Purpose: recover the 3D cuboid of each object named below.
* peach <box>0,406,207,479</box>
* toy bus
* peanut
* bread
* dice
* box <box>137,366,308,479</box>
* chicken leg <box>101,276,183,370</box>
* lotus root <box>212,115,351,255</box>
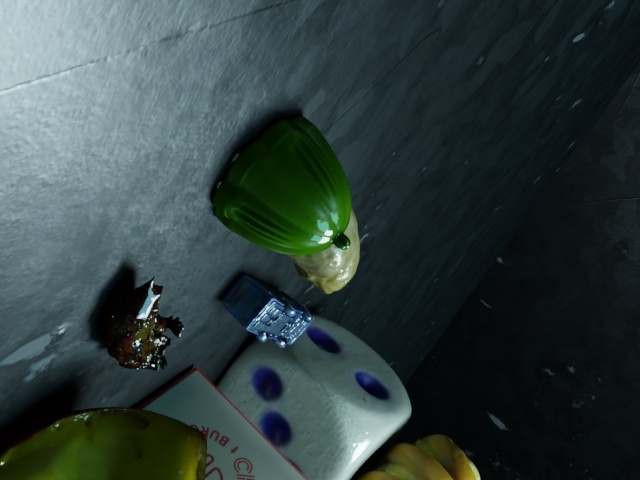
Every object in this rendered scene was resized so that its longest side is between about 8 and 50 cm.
[{"bbox_3d":[-0.319,0.392,1.335,0.380,0.306,0.242,-14,162,-26],"label":"peach"},{"bbox_3d":[-0.082,0.117,1.667,0.079,0.094,0.236,-43,163,3],"label":"toy bus"},{"bbox_3d":[0.000,0.000,1.543,0.122,0.137,0.253,-5,162,5],"label":"peanut"},{"bbox_3d":[0.170,0.503,1.942,0.270,0.211,0.316,-48,174,-32],"label":"bread"},{"bbox_3d":[-0.018,0.336,1.960,0.277,0.304,0.304,-56,162,21],"label":"dice"},{"bbox_3d":[-0.244,0.465,1.658,0.314,0.312,0.300,-34,161,-42],"label":"box"},{"bbox_3d":[-0.237,0.117,1.318,0.105,0.063,0.234,-49,164,-17],"label":"chicken leg"},{"bbox_3d":[-0.024,-0.045,1.309,0.186,0.186,0.186,-43,163,-17],"label":"lotus root"}]
